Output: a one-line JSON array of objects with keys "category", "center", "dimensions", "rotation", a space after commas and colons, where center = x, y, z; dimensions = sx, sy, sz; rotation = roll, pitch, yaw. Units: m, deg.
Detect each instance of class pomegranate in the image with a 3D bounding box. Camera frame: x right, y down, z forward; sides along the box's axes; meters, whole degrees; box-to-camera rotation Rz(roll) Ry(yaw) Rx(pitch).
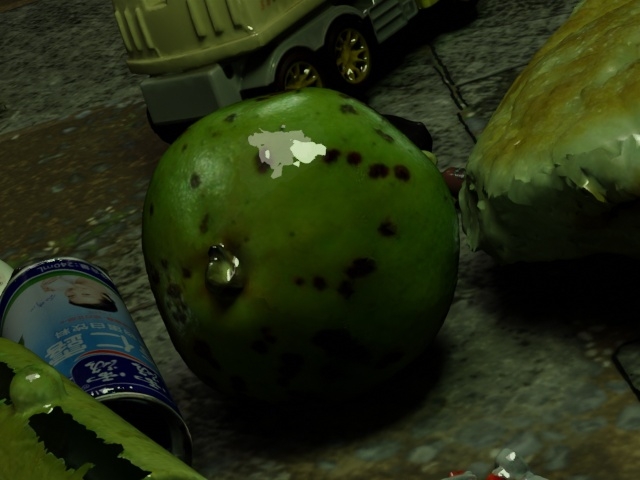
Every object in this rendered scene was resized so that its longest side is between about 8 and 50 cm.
[{"category": "pomegranate", "center": [0.000, 0.000, 1.028], "dimensions": [0.211, 0.211, 0.263], "rotation": [0, 12, 33]}]

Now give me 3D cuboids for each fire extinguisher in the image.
[{"category": "fire extinguisher", "center": [0.122, -0.047, 1.224], "dimensions": [0.100, 0.032, 0.046], "rotation": [8, 46, 32]}]

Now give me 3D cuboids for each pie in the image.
[{"category": "pie", "center": [0.277, -0.091, 1.058], "dimensions": [0.418, 0.180, 0.395], "rotation": [-2, 29, 45]}]

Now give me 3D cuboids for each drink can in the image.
[{"category": "drink can", "center": [-0.156, 0.093, 1.050], "dimensions": [0.097, 0.097, 0.235], "rotation": [-22, 26, -9]}]

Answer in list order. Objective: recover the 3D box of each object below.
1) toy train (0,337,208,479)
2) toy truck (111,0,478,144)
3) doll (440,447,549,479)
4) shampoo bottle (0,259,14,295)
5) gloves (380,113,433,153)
[{"category": "toy train", "center": [-0.128, 0.158, 0.789], "dimensions": [0.126, 0.189, 0.307], "rotation": [-35, 26, -19]}, {"category": "toy truck", "center": [-0.023, -0.251, 1.485], "dimensions": [0.181, 0.254, 0.405], "rotation": [-1, 27, 40]}, {"category": "doll", "center": [0.056, 0.158, 0.816], "dimensions": [0.180, 0.079, 0.094], "rotation": [-21, 47, -37]}, {"category": "shampoo bottle", "center": [-0.284, 0.041, 1.293], "dimensions": [0.077, 0.045, 0.152], "rotation": [-25, 25, -13]}, {"category": "gloves", "center": [-0.026, -0.015, 1.174], "dimensions": [0.203, 0.124, 0.164], "rotation": [-29, 9, -40]}]
